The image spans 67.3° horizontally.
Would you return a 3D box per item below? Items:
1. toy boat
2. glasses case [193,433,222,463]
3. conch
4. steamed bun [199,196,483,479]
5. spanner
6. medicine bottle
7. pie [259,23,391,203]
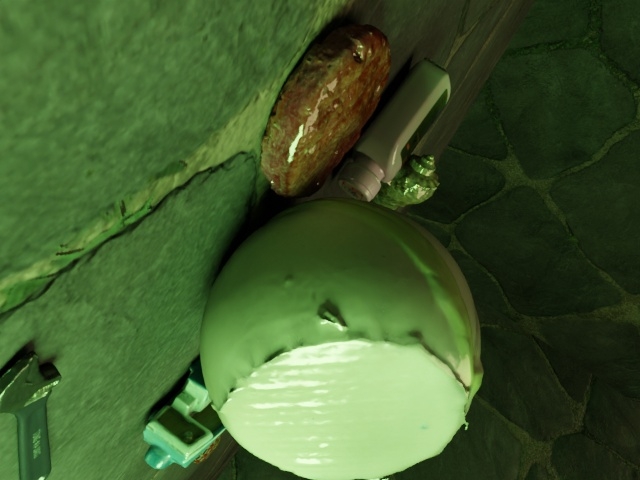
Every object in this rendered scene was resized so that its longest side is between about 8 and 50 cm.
[{"bbox_3d":[-0.157,0.221,0.674,0.102,0.088,0.215,-63,168,18],"label":"toy boat"},{"bbox_3d":[-0.253,0.447,1.088,0.073,0.049,0.195,-47,167,-45],"label":"glasses case"},{"bbox_3d":[0.167,-0.118,1.015,0.155,0.130,0.207,-25,165,-47],"label":"conch"},{"bbox_3d":[0.019,0.080,0.545,0.309,0.309,0.309,-53,171,-13],"label":"steamed bun"},{"bbox_3d":[-0.212,0.141,0.351,0.046,0.012,0.209,-44,166,-49],"label":"spanner"},{"bbox_3d":[0.111,-0.160,0.735,0.219,0.078,0.115,-54,172,-11],"label":"medicine bottle"},{"bbox_3d":[0.010,-0.119,0.460,0.182,0.049,0.182,-53,169,-16],"label":"pie"}]
